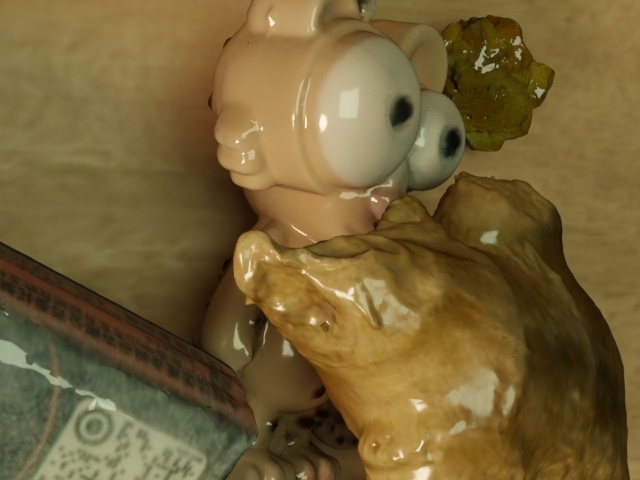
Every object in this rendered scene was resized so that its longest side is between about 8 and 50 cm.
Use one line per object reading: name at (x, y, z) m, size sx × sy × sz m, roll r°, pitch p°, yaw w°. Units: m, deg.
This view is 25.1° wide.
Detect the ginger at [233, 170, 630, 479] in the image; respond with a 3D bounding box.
ginger at (0.067, 0.053, 0.702) m, size 0.270 × 0.123 × 0.218 m, roll 50°, pitch 44°, yaw -46°

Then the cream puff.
cream puff at (0.096, -0.098, 0.849) m, size 0.083 × 0.083 × 0.058 m, roll 7°, pitch 44°, yaw -15°

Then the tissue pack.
tissue pack at (-0.216, 0.093, 0.643) m, size 0.316 × 0.103 × 0.228 m, roll 31°, pitch 99°, yaw -23°

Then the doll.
doll at (-0.001, 0.001, 0.773) m, size 0.154 × 0.119 × 0.278 m, roll -8°, pitch 108°, yaw -52°
